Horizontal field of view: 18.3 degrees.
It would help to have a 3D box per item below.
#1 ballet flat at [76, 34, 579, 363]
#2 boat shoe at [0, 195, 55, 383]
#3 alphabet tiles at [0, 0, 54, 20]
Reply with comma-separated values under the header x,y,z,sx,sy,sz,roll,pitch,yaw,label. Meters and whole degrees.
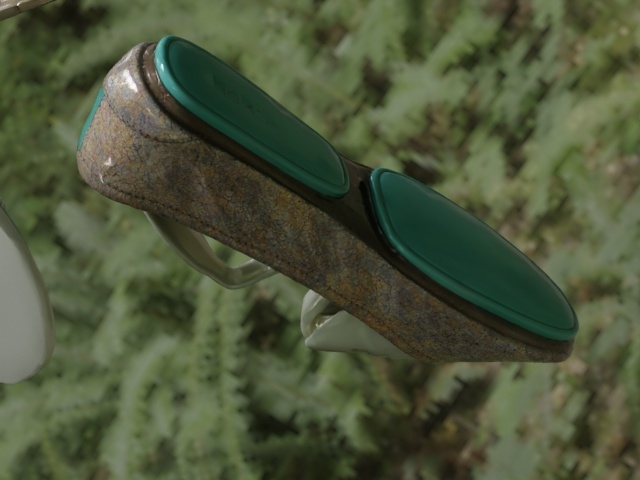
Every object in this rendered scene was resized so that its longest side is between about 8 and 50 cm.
x,y,z,sx,sy,sz,roll,pitch,yaw,label
0.000,0.000,1.107,0.106,0.316,0.107,-46,23,26,ballet flat
-0.184,-0.016,0.976,0.066,0.184,0.063,-38,0,20,boat shoe
-0.210,-0.154,1.296,0.198,0.009,0.237,-20,12,-1,alphabet tiles
